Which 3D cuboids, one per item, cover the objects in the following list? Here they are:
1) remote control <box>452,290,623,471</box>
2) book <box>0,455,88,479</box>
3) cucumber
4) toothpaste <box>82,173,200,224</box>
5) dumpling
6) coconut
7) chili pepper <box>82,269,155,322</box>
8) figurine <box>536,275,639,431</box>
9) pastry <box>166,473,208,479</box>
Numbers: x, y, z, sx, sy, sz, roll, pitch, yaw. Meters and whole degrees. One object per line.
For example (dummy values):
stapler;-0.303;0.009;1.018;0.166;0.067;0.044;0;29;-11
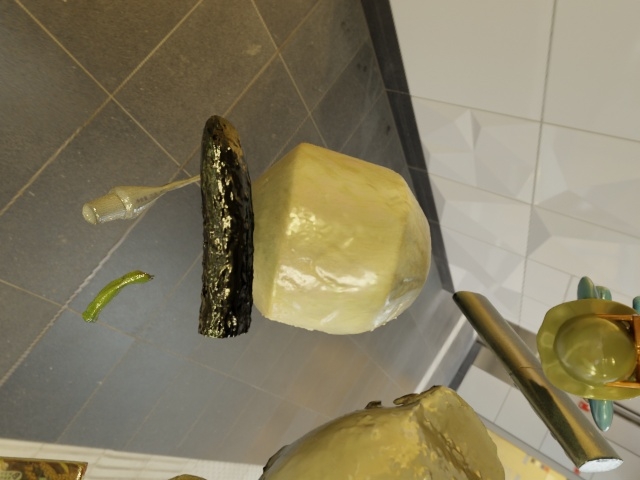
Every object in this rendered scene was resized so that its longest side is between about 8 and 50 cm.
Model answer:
remote control;0.377;0.235;0.774;0.107;0.378;0.044;11;121;-24
book;-0.669;0.649;0.785;0.299;0.039;0.429;16;63;-22
cucumber;-0.131;-0.021;0.576;0.072;0.081;0.304;-6;98;-80
toothpaste;-0.341;-0.095;0.843;0.282;0.099;0.069;-35;142;-53
dumpling;0.057;0.255;0.341;0.243;0.227;0.175;-36;158;5
coconut;0.000;0.000;0.840;0.415;0.414;0.345;22;78;-57
chili pepper;-0.496;0.126;1.008;0.201;0.050;0.052;-36;167;5
figurine;0.402;0.152;0.617;0.262;0.153;0.180;-2;116;-64
pastry;-0.239;0.466;0.684;0.156;0.156;0.092;-20;116;-47
